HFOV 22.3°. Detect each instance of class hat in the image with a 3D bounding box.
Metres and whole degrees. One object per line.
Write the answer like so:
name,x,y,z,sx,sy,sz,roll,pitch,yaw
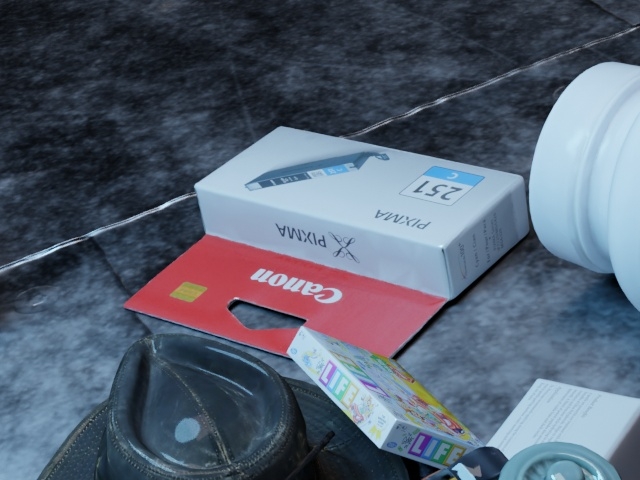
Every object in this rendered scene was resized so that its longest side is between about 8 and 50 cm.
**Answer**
hat,-0.097,0.154,1.213,0.331,0.134,0.331,-9,32,6

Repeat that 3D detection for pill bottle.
pill bottle,0.372,-0.016,1.235,0.407,0.229,0.229,19,43,41

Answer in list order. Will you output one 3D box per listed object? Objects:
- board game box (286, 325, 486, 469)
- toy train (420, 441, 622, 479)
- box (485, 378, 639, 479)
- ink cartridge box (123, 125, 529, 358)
board game box,0.052,0.124,1.250,0.103,0.026,0.154,22,11,-36
toy train,0.139,0.256,0.905,0.190,0.142,0.334,-23,49,-22
box,0.173,0.169,1.125,0.087,0.102,0.101,9,36,34
ink cartridge box,0.000,0.000,1.494,0.296,0.066,0.261,14,38,36
